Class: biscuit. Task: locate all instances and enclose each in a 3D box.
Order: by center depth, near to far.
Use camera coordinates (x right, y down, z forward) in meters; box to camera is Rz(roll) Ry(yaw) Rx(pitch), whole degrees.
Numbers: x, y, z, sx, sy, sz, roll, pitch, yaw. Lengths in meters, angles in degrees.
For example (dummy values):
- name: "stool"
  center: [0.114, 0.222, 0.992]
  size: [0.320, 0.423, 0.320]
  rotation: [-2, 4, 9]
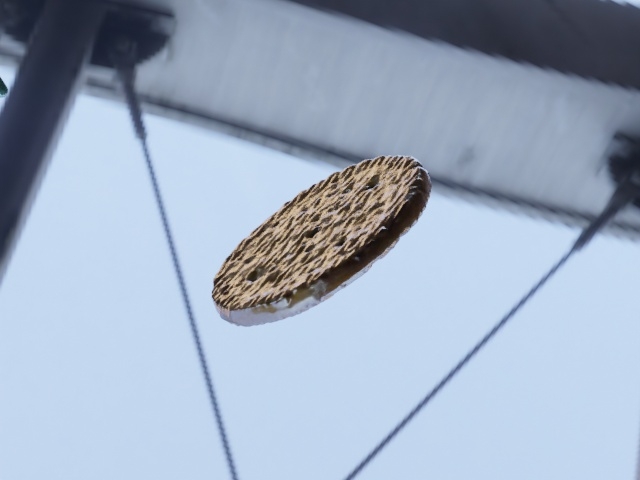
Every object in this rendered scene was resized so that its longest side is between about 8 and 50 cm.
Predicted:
- name: "biscuit"
  center: [0.000, 0.001, 1.249]
  size: [0.027, 0.188, 0.188]
  rotation: [56, -129, -21]

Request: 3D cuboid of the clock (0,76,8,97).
- name: "clock"
  center: [-0.286, -0.185, 1.181]
  size: [0.066, 0.211, 0.159]
  rotation: [-33, -135, -5]
